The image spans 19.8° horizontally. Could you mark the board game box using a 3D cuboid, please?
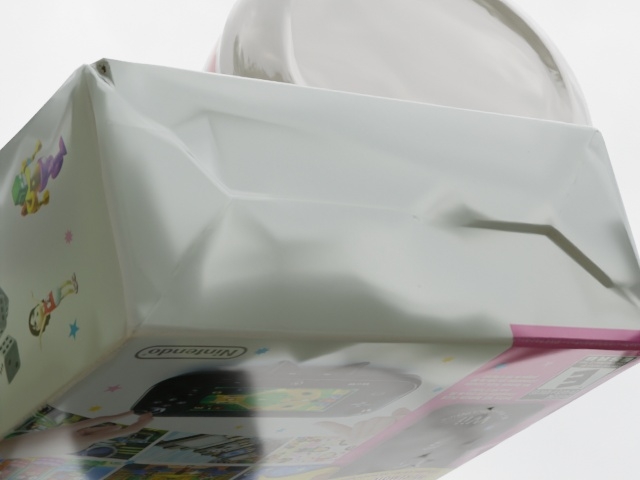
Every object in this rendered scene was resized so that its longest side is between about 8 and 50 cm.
[{"bbox_3d":[-0.061,0.058,0.680,0.224,0.098,0.303,5,-28,-38],"label":"board game box"}]

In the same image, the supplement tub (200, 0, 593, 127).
[{"bbox_3d":[0.000,0.000,0.935,0.191,0.191,0.272,26,-42,-8],"label":"supplement tub"}]
